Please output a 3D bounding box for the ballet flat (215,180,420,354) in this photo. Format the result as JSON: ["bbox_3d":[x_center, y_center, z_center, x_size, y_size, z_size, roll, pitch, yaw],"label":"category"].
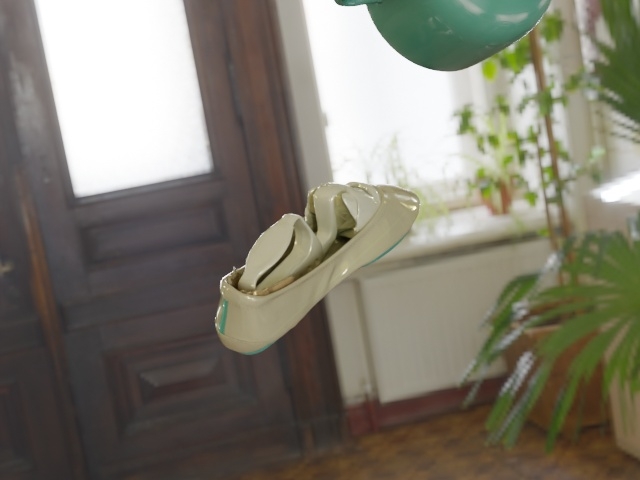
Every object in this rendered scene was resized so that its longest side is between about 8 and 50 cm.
[{"bbox_3d":[0.000,0.000,1.060,0.086,0.086,0.248,0,33,45],"label":"ballet flat"}]

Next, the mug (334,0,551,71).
[{"bbox_3d":[0.100,-0.192,0.913,0.158,0.129,0.097,-45,10,-27],"label":"mug"}]
